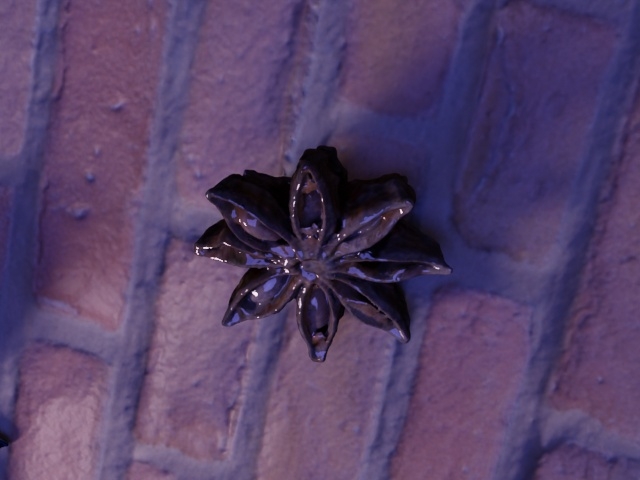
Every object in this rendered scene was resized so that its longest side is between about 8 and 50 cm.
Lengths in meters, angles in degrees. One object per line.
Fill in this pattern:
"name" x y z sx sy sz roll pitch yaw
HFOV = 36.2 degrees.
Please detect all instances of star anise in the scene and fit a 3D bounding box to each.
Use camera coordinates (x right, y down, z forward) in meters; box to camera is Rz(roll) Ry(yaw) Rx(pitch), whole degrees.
"star anise" -0.001 0.000 0.941 0.236 0.109 0.223 22 132 -8

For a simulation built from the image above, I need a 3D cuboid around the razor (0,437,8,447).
"razor" -0.436 0.233 1.113 0.154 0.044 0.028 -5 67 -18
